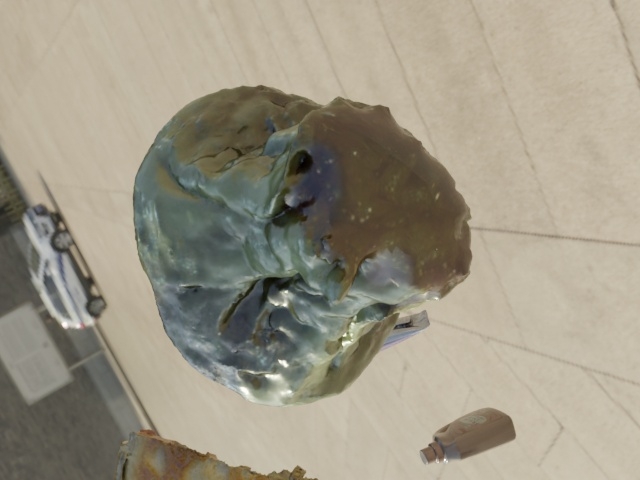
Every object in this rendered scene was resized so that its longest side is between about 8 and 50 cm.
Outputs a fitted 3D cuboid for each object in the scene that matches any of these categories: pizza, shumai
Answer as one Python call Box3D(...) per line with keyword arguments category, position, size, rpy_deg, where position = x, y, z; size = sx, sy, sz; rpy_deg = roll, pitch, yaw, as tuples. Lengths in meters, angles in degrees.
Box3D(category="pizza", position=(-0.191, 0.561, 1.573), size=(0.130, 0.406, 0.440), rpy_deg=(120, 138, -77))
Box3D(category="shumai", position=(0.000, 0.000, 0.884), size=(0.323, 0.324, 0.398), rpy_deg=(-8, 110, 59))

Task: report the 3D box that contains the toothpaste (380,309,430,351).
Box3D(category="toothpaste", position=(0.072, 0.205, 1.568), size=(0.114, 0.299, 0.073), rpy_deg=(-64, -47, -81))

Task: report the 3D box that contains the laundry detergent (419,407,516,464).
Box3D(category="laundry detergent", position=(0.343, 0.485, 1.976), size=(0.171, 0.237, 0.076), rpy_deg=(179, 75, -75))
